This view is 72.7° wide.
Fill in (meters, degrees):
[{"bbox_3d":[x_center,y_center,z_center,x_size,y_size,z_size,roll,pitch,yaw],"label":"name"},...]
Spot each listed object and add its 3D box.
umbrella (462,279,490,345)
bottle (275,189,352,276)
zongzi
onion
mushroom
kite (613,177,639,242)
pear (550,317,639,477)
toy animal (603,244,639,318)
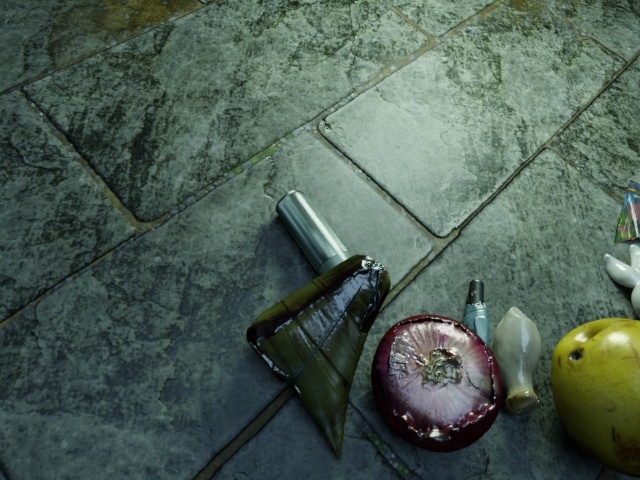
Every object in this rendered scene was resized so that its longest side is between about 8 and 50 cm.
[{"bbox_3d":[0.328,0.198,0.914,0.052,0.053,0.251,12,62,-1],"label":"umbrella"},{"bbox_3d":[0.000,0.000,0.956,0.096,0.079,0.254,-22,66,-32],"label":"bottle"},{"bbox_3d":[0.053,0.208,0.808,0.286,0.138,0.300,-32,79,-2],"label":"zongzi"},{"bbox_3d":[0.208,0.260,0.806,0.247,0.161,0.248,5,51,-6],"label":"onion"},{"bbox_3d":[0.401,0.239,0.880,0.088,0.097,0.213,18,61,-11],"label":"mushroom"},{"bbox_3d":[0.889,-0.070,1.164,0.320,0.016,0.234,-6,62,-13],"label":"kite"},{"bbox_3d":[0.567,0.278,0.787,0.280,0.281,0.281,4,62,-7],"label":"pear"},{"bbox_3d":[0.763,0.121,1.013,0.103,0.131,0.221,-23,35,15],"label":"toy animal"}]
